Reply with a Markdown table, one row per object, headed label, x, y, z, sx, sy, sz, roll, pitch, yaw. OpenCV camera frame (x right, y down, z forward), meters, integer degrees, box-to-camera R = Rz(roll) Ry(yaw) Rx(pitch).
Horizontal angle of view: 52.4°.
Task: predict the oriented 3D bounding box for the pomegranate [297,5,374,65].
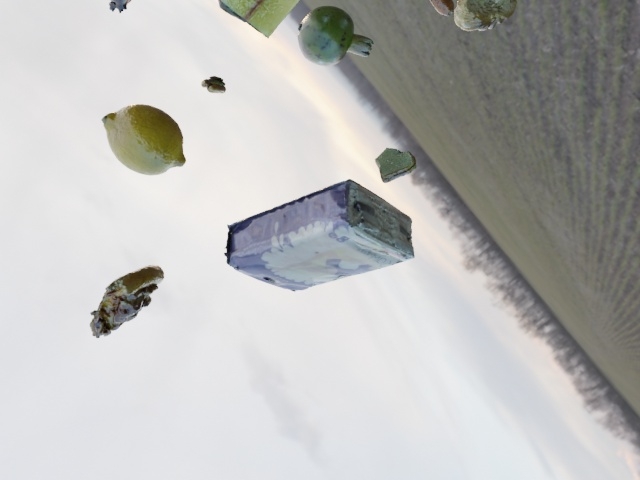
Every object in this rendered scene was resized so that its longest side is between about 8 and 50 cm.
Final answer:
| label | x | y | z | sx | sy | sz | roll | pitch | yaw |
| --- | --- | --- | --- | --- | --- | --- | --- | --- | --- |
| pomegranate | 0.046 | -0.646 | 2.081 | 0.248 | 0.202 | 0.202 | 17 | -163 | -8 |

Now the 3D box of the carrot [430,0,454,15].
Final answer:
| label | x | y | z | sx | sy | sz | roll | pitch | yaw |
| --- | --- | --- | --- | --- | --- | --- | --- | --- | --- |
| carrot | 0.291 | -0.700 | 1.776 | 0.216 | 0.048 | 0.048 | 53 | -168 | 9 |

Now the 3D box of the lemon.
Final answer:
| label | x | y | z | sx | sy | sz | roll | pitch | yaw |
| --- | --- | --- | --- | --- | --- | --- | --- | --- | --- |
| lemon | -0.474 | -0.275 | 1.768 | 0.244 | 0.186 | 0.187 | 28 | -165 | -8 |

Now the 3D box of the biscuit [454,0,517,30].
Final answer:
| label | x | y | z | sx | sy | sz | roll | pitch | yaw |
| --- | --- | --- | --- | --- | --- | --- | --- | --- | --- |
| biscuit | 0.392 | -0.543 | 1.558 | 0.183 | 0.118 | 0.061 | -13 | -110 | -35 |

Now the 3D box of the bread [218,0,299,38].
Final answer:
| label | x | y | z | sx | sy | sz | roll | pitch | yaw |
| --- | --- | --- | --- | --- | --- | --- | --- | --- | --- |
| bread | -0.122 | -0.671 | 1.640 | 0.168 | 0.264 | 0.163 | 32 | -152 | -31 |

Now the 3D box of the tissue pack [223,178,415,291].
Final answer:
| label | x | y | z | sx | sy | sz | roll | pitch | yaw |
| --- | --- | --- | --- | --- | --- | --- | --- | --- | --- |
| tissue pack | 0.000 | 0.000 | 1.383 | 0.242 | 0.344 | 0.125 | 26 | -125 | -45 |

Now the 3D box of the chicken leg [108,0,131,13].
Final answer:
| label | x | y | z | sx | sy | sz | roll | pitch | yaw |
| --- | --- | --- | --- | --- | --- | --- | --- | --- | --- |
| chicken leg | -0.461 | -0.553 | 1.365 | 0.063 | 0.105 | 0.234 | 21 | -175 | 31 |

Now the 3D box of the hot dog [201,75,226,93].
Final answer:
| label | x | y | z | sx | sy | sz | roll | pitch | yaw |
| --- | --- | --- | --- | --- | --- | --- | --- | --- | --- |
| hot dog | -0.330 | -0.489 | 2.040 | 0.056 | 0.041 | 0.133 | 36 | -161 | 7 |

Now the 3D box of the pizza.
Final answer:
| label | x | y | z | sx | sy | sz | roll | pitch | yaw |
| --- | --- | --- | --- | --- | --- | --- | --- | --- | --- |
| pizza | -0.400 | 0.134 | 1.314 | 0.069 | 0.194 | 0.154 | 42 | -162 | 3 |

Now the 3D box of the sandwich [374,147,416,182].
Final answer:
| label | x | y | z | sx | sy | sz | roll | pitch | yaw |
| --- | --- | --- | --- | --- | --- | --- | --- | --- | --- |
| sandwich | 0.199 | -0.207 | 1.726 | 0.035 | 0.105 | 0.093 | 55 | -161 | -58 |
